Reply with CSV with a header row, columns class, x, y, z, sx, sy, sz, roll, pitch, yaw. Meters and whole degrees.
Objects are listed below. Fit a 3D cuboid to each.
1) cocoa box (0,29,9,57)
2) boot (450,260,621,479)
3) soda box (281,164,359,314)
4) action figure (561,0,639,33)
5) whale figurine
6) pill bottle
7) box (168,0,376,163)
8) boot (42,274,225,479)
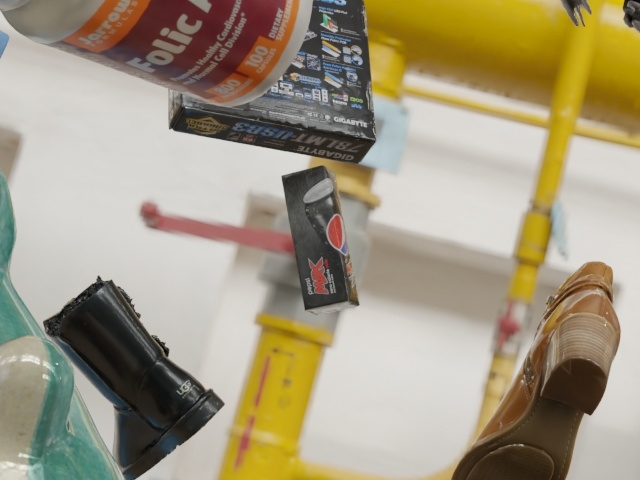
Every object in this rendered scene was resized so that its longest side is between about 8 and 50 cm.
class,x,y,z,sx,sy,sz,roll,pitch,yaw
cocoa box,-0.594,-0.161,1.775,0.231,0.347,0.228,31,-14,-38
boot,0.245,0.165,1.598,0.109,0.283,0.220,24,32,1
soda box,0.000,0.000,1.687,0.060,0.169,0.053,-14,-12,14
action figure,0.292,-0.275,1.208,0.285,0.185,0.099,-13,1,5
whale figurine,-0.169,0.099,0.720,0.141,0.272,0.216,14,-33,-35
pill bottle,-0.214,-0.300,1.552,0.224,0.224,0.392,5,-7,44
box,-0.072,-0.270,2.048,0.295,0.293,0.073,8,-32,-21
boot,-0.231,0.157,1.623,0.207,0.094,0.246,48,-34,0
